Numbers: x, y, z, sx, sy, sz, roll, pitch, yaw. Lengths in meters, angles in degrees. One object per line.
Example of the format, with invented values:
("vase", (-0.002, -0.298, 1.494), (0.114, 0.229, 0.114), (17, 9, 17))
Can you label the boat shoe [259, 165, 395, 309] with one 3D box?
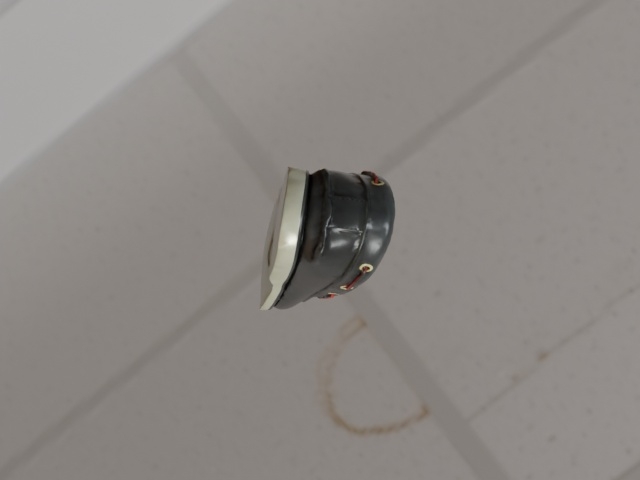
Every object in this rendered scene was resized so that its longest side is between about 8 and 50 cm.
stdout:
("boat shoe", (0.000, 0.002, 0.644), (0.133, 0.042, 0.049), (131, -34, -79))
